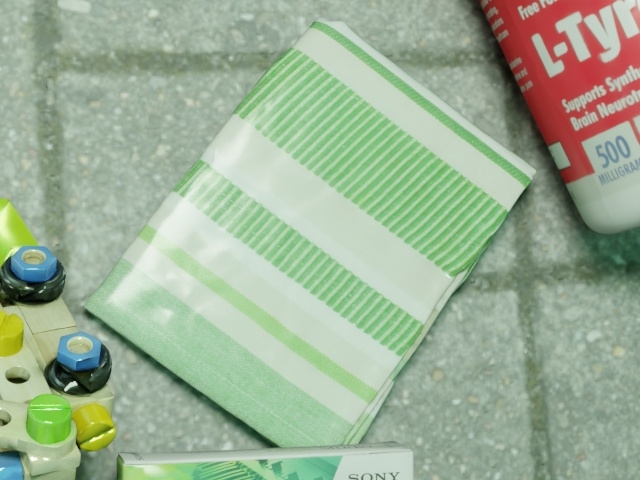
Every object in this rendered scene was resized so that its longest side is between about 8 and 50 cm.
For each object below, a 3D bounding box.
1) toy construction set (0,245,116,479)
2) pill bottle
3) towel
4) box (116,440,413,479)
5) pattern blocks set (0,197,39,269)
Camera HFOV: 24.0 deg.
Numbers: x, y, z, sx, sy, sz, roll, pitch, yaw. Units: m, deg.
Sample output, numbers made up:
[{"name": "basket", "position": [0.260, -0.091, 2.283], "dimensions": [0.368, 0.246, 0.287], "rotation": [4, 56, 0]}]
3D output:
[{"name": "toy construction set", "position": [-0.263, 0.088, 1.050], "dimensions": [0.215, 0.151, 0.327], "rotation": [-10, 56, -26]}, {"name": "pill bottle", "position": [0.242, -0.230, 1.241], "dimensions": [0.229, 0.229, 0.407], "rotation": [-25, 89, -16]}, {"name": "towel", "position": [0.000, 0.000, 1.250], "dimensions": [0.248, 0.038, 0.325], "rotation": [37, 77, -6]}, {"name": "box", "position": [-0.041, 0.322, 1.168], "dimensions": [0.232, 0.058, 0.322], "rotation": [-1, 88, -14]}, {"name": "pattern blocks set", "position": [-0.349, 0.064, 1.156], "dimensions": [0.285, 0.026, 0.325], "rotation": [-28, 90, -16]}]
